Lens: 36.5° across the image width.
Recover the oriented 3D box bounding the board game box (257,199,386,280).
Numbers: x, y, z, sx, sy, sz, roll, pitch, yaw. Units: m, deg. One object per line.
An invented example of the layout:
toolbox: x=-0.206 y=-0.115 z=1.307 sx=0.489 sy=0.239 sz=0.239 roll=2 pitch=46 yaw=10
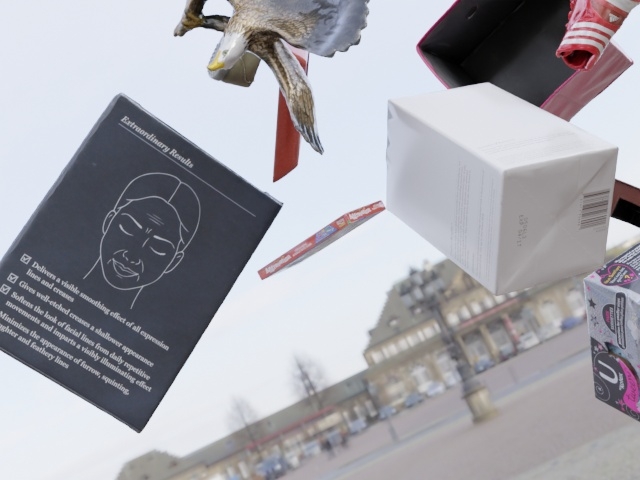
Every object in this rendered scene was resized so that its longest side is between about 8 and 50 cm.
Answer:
board game box: x=0.000 y=0.000 z=2.087 sx=0.281 sy=0.027 sz=0.145 roll=-33 pitch=-5 yaw=36

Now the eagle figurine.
eagle figurine: x=-0.068 y=-0.284 z=1.357 sx=0.225 sy=0.298 sz=0.226 roll=-60 pitch=-13 yaw=-5

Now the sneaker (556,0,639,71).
sneaker: x=0.357 y=-0.314 z=1.342 sx=0.128 sy=0.087 sz=0.221 roll=-59 pitch=7 yaw=23

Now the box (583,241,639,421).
box: x=0.529 y=0.148 z=1.547 sx=0.163 sy=0.247 sz=0.142 roll=-28 pitch=31 yaw=-23

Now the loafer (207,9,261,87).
loafer: x=-0.113 y=-0.382 z=1.731 sx=0.094 sy=0.087 sz=0.251 roll=19 pitch=80 yaw=61

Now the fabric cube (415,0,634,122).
fabric cube: x=0.377 y=-0.342 z=1.781 sx=0.259 sy=0.254 sz=0.258 roll=-45 pitch=-17 yaw=20

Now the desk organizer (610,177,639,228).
desk organizer: x=0.419 y=-0.042 z=1.276 sx=0.047 sy=0.130 sz=0.050 roll=15 pitch=-78 yaw=-32

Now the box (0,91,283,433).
box: x=-0.297 y=0.035 z=1.448 sx=0.395 sy=0.293 sz=0.212 roll=-58 pitch=13 yaw=-13

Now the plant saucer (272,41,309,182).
plant saucer: x=-0.051 y=-0.273 z=1.833 sx=0.047 sy=0.259 sz=0.258 roll=6 pitch=28 yaw=-1

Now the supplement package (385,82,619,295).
supplement package: x=0.231 y=-0.082 z=1.309 sx=0.175 sy=0.178 sz=0.293 roll=-13 pitch=30 yaw=-21
